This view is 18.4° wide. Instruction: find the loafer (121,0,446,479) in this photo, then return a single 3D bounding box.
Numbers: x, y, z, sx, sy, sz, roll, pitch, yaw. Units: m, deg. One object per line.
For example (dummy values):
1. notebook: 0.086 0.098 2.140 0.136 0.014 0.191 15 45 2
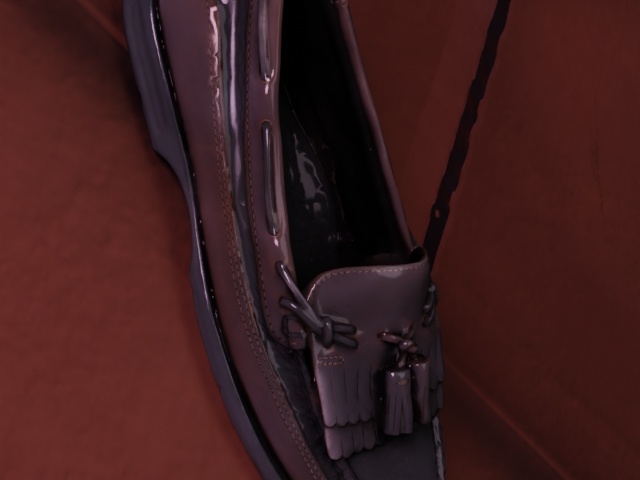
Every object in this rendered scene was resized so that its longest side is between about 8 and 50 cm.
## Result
1. loafer: 0.000 0.000 0.785 0.096 0.084 0.267 -24 95 -51
